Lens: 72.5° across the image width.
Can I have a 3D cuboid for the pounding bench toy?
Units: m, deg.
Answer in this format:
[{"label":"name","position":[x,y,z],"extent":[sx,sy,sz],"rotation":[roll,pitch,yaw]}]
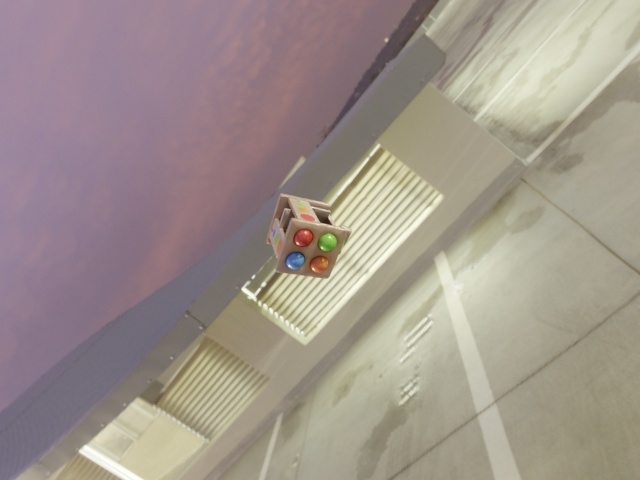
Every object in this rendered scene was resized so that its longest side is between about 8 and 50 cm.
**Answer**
[{"label":"pounding bench toy","position":[0.000,0.000,0.405],"extent":[0.065,0.083,0.052],"rotation":[-119,44,-57]}]
